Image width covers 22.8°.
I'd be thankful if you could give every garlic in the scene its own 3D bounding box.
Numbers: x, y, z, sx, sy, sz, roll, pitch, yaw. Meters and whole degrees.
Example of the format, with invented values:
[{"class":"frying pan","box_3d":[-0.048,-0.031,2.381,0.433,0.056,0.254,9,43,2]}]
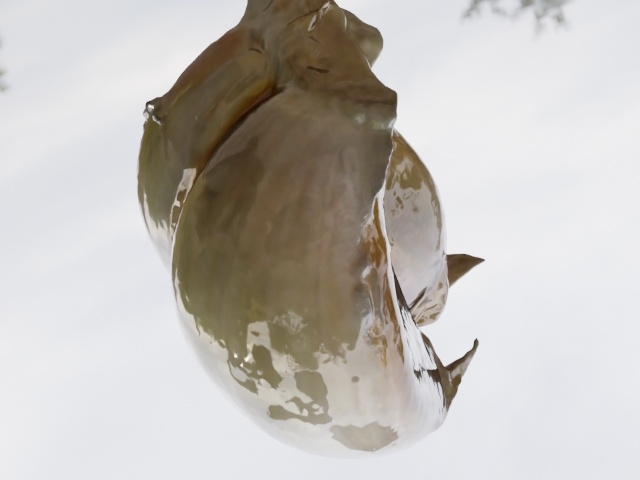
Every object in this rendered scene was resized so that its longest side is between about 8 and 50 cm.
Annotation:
[{"class":"garlic","box_3d":[0.000,0.000,1.039,0.249,0.313,0.286,-38,-125,-18]}]
